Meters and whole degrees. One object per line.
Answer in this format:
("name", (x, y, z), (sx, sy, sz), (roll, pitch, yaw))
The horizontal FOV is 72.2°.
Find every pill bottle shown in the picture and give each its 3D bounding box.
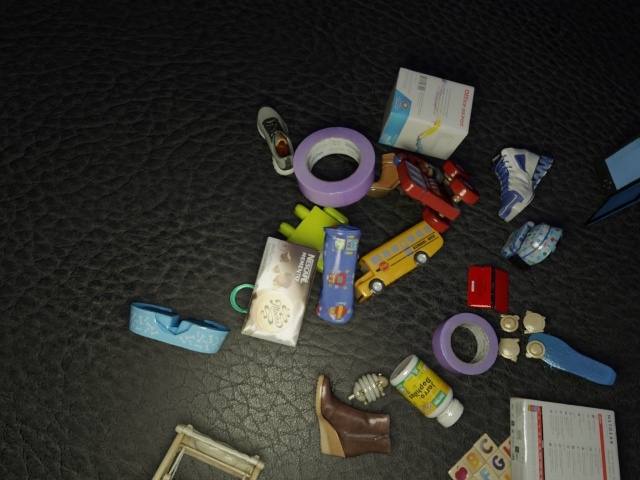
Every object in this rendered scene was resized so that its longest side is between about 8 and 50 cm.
("pill bottle", (0.323, 0.457, 1.327), (0.208, 0.117, 0.117), (43, 73, 7))

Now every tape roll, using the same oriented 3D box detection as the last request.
("tape roll", (0.460, 0.331, 1.401), (0.188, 0.080, 0.189), (2, 74, -5))
("tape roll", (0.048, -0.251, 1.493), (0.274, 0.090, 0.275), (-3, 63, 6))

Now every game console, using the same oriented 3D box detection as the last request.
("game console", (0.572, 0.168, 1.498), (0.124, 0.085, 0.144), (-1, 70, 26))
("game console", (1.030, -0.218, 1.520), (0.173, 0.293, 0.250), (-9, 74, -9))

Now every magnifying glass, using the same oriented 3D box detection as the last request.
("magnifying glass", (-0.172, 0.180, 1.407), (0.230, 0.026, 0.092), (-4, 73, -8))

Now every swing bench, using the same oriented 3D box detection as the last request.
("swing bench", (-0.315, 0.661, 1.176), (0.253, 0.165, 0.255), (24, 67, 2))

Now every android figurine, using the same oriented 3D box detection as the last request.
("android figurine", (0.000, 0.000, 1.465), (0.272, 0.056, 0.248), (35, 72, 5))

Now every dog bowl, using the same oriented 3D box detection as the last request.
("dog bowl", (-0.420, 0.258, 1.290), (0.297, 0.166, 0.074), (17, 84, -1))

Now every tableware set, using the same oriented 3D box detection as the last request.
("tableware set", (0.657, 0.311, 1.433), (0.141, 0.020, 0.169), (1, 73, 24))

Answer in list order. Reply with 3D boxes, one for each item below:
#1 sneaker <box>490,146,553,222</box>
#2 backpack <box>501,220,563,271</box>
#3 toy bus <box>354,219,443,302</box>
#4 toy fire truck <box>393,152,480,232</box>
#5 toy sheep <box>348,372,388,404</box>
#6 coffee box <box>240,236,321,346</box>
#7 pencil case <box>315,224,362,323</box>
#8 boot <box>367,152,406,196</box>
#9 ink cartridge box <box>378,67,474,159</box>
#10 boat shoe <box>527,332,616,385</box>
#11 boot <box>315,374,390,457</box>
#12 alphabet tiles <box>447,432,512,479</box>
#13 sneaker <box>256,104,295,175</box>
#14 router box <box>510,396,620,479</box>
("sneaker", (0.685, -0.225, 1.584), (0.182, 0.127, 0.315), (34, 66, 8))
("backpack", (0.719, 0.008, 1.479), (0.117, 0.173, 0.158), (38, 74, 6))
("toy bus", (0.244, 0.070, 1.442), (0.332, 0.108, 0.130), (-30, 78, -14))
("toy fire truck", (0.353, -0.189, 1.431), (0.253, 0.169, 0.302), (30, 31, -18))
("toy sheep", (0.144, 0.448, 1.327), (0.132, 0.091, 0.091), (-21, 76, -5))
("coffee box", (-0.119, 0.151, 1.338), (0.168, 0.119, 0.297), (16, 85, -5))
("pencil case", (0.054, 0.100, 1.351), (0.119, 0.133, 0.306), (6, 102, 2))
("boot", (0.233, -0.236, 1.557), (0.197, 0.073, 0.153), (-4, 74, -20))
("ink cartridge box", (0.373, -0.445, 1.567), (0.270, 0.197, 0.198), (15, 71, -1))
("boat shoe", (0.792, 0.392, 1.410), (0.258, 0.089, 0.109), (34, 86, 28))
("boot", (0.095, 0.506, 1.277), (0.206, 0.090, 0.249), (-6, 94, 7))
("alphabet tiles", (0.552, 0.776, 1.310), (0.285, 0.011, 0.342), (-36, 80, -15))
("sneaker", (-0.149, -0.367, 1.535), (0.100, 0.108, 0.272), (-21, 75, -10))
("router box", (0.732, 0.667, 1.318), (0.301, 0.082, 0.336), (10, 71, -5))
